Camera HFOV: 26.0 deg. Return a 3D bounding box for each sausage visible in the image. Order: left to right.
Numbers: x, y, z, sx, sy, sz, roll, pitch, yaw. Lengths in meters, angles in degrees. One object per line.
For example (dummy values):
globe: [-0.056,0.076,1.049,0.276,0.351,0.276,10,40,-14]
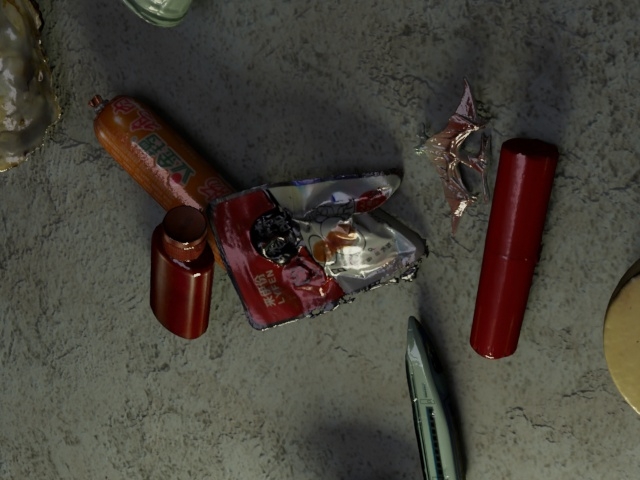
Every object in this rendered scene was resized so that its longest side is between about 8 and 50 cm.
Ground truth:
sausage: [-0.207,-0.096,1.930,0.312,0.093,0.093,44,124,8]

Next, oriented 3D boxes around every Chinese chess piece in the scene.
Chinese chess piece: [0.456,0.116,1.621,0.251,0.097,0.251,12,114,27]

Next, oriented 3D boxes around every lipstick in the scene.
lipstick: [0.237,0.013,1.725,0.073,0.073,0.280,19,117,23]

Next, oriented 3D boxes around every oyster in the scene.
oyster: [-0.480,-0.303,2.020,0.204,0.111,0.396,-16,100,16]

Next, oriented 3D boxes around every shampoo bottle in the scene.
shampoo bottle: [-0.192,0.042,1.919,0.102,0.064,0.260,42,154,16]

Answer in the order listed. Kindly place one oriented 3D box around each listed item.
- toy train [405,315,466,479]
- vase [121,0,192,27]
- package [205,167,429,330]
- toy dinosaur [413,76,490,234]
toy train: [0.154,0.220,1.863,0.048,0.055,0.252,-1,109,31]
vase: [-0.133,-0.411,1.741,0.299,0.143,0.143,-37,88,32]
package: [0.000,0.000,1.839,0.269,0.071,0.194,-18,92,19]
toy dinosaur: [0.169,-0.106,1.743,0.108,0.032,0.220,16,126,21]
